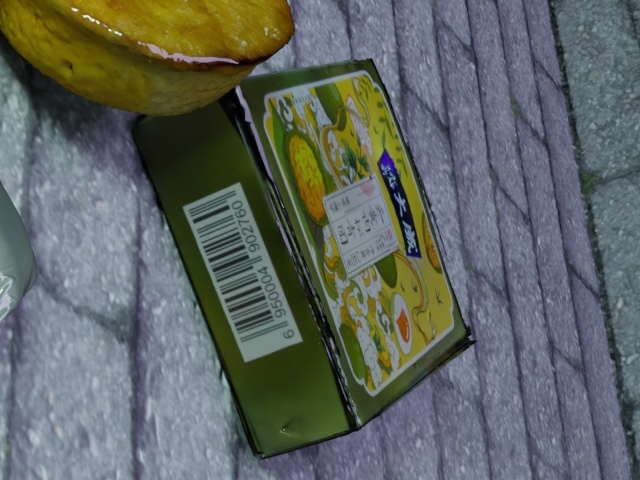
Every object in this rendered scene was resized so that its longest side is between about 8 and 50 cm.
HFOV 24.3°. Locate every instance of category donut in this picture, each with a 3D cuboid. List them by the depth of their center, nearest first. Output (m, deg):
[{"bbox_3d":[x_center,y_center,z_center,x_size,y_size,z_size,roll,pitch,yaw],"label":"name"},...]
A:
[{"bbox_3d":[-0.176,-0.229,1.371,0.303,0.110,0.303,24,38,-21],"label":"donut"}]

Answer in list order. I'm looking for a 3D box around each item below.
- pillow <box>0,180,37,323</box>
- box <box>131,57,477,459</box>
[{"bbox_3d":[-0.294,-0.054,1.139,0.144,0.078,0.254,-68,135,-70],"label":"pillow"},{"bbox_3d":[0.000,0.000,1.647,0.420,0.138,0.372,-24,93,-67],"label":"box"}]
